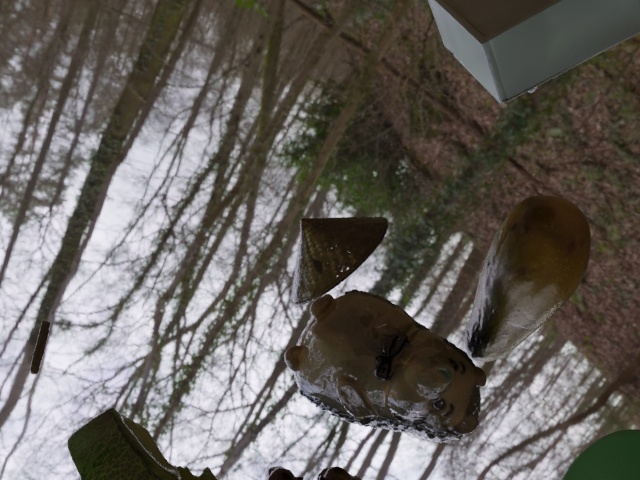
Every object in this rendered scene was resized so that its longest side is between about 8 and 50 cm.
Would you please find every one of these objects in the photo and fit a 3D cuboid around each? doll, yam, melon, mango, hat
[{"bbox_3d":[0.121,0.232,1.109,0.349,0.247,0.247,25,-160,15],"label":"doll"},{"bbox_3d":[-0.596,0.228,1.318,0.021,0.021,0.116,15,-116,-25],"label":"yam"},{"bbox_3d":[-0.175,0.275,0.691,0.209,0.064,0.118,44,176,-33],"label":"melon"},{"bbox_3d":[0.362,0.077,1.096,0.176,0.329,0.175,-9,-143,-25],"label":"mango"},{"bbox_3d":[0.000,0.000,0.703,0.067,0.146,0.146,49,-164,-14],"label":"hat"}]

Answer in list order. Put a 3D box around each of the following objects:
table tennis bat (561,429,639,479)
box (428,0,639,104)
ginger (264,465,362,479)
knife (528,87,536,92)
[{"bbox_3d":[0.258,0.277,0.506,0.039,0.160,0.257,29,-138,-13],"label":"table tennis bat"},{"bbox_3d":[0.305,-0.337,0.906,0.117,0.225,0.225,56,-170,-40],"label":"box"},{"bbox_3d":[-0.059,0.529,1.099,0.152,0.357,0.274,51,-144,-40],"label":"ginger"},{"bbox_3d":[0.372,-0.383,1.068,0.041,0.265,0.073,13,169,-11],"label":"knife"}]
